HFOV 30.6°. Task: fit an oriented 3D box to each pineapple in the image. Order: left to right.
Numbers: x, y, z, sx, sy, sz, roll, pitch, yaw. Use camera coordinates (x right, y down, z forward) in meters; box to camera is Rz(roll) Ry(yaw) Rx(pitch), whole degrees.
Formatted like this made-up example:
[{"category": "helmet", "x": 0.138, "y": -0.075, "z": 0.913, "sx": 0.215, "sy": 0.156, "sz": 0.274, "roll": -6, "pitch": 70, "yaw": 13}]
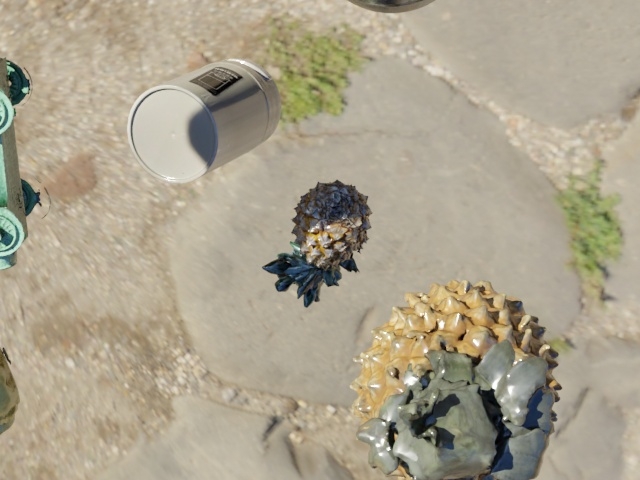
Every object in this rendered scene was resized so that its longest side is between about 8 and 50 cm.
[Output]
[{"category": "pineapple", "x": 0.000, "y": 0.001, "z": 1.271, "sx": 0.103, "sy": 0.221, "sz": 0.083, "roll": -29, "pitch": 74, "yaw": -17}, {"category": "pineapple", "x": 0.131, "y": 0.155, "z": 1.092, "sx": 0.223, "sy": 0.357, "sz": 0.223, "roll": 0, "pitch": 93, "yaw": 5}]

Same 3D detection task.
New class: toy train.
[{"category": "toy train", "x": -0.449, "y": -0.105, "z": 1.454, "sx": 0.189, "sy": 0.126, "sz": 0.307, "roll": 4, "pitch": 118, "yaw": 4}]

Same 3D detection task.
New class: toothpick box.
[{"category": "toothpick box", "x": -0.124, "y": -0.135, "z": 1.292, "sx": 0.111, "sy": 0.180, "sz": 0.111, "roll": 6, "pitch": 109, "yaw": 19}]

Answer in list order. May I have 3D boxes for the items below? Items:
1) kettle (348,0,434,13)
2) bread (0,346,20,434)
[{"category": "kettle", "x": 0.103, "y": -0.404, "z": 1.338, "sx": 0.251, "sy": 0.271, "sz": 0.207, "roll": -12, "pitch": 82, "yaw": 2}, {"category": "bread", "x": -0.370, "y": 0.010, "z": 1.026, "sx": 0.077, "sy": 0.084, "sz": 0.367, "roll": -27, "pitch": 90, "yaw": 4}]
